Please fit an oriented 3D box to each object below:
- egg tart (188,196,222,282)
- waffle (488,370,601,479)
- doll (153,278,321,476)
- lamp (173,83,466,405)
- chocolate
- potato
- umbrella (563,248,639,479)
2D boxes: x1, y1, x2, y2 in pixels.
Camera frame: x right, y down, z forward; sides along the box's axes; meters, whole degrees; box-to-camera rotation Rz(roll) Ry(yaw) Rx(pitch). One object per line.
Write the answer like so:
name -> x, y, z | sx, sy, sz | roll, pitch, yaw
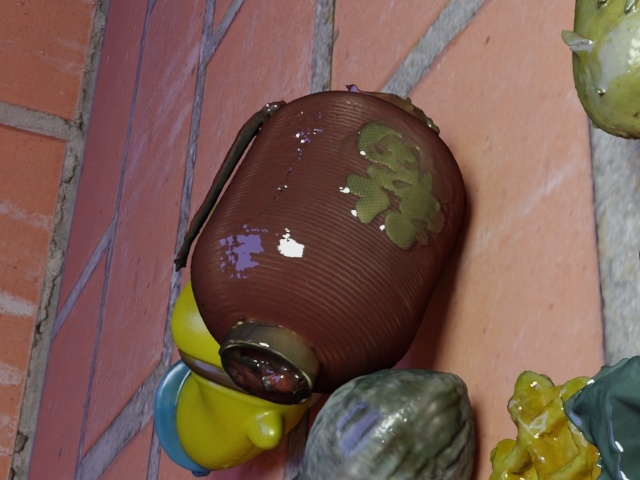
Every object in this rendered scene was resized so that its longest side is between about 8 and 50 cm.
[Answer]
egg tart -> -0.089, 0.050, 1.345 | 0.191, 0.074, 0.191 | -166, 90, -71
waffle -> 0.133, 0.173, 0.643 | 0.238, 0.059, 0.243 | -175, 100, -70
doll -> -0.072, 0.116, 1.151 | 0.363, 0.145, 0.199 | 115, 155, -47
lamp -> 0.000, 0.000, 0.915 | 0.180, 0.180, 0.258 | -45, 14, 56
chocolate -> 0.025, 0.176, 0.878 | 0.110, 0.110, 0.248 | -96, 22, -46
potato -> 0.185, -0.140, 0.693 | 0.105, 0.085, 0.188 | -12, 58, 25
umbrella -> 0.173, 0.111, 0.485 | 0.349, 0.143, 0.094 | -89, -12, -45
